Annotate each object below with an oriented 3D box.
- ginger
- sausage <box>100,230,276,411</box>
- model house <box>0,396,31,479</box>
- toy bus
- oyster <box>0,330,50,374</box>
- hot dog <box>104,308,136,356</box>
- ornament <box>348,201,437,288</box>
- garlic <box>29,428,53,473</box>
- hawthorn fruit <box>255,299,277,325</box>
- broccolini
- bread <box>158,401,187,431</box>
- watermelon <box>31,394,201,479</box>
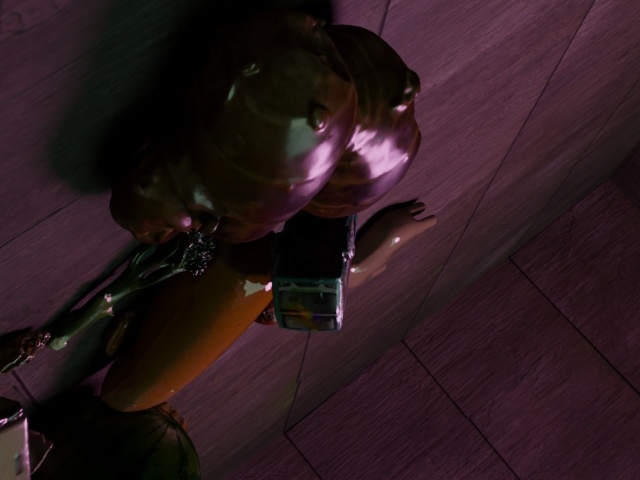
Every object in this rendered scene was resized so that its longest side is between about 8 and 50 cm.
[{"bbox_3d":[-0.034,-0.079,0.913,0.274,0.152,0.357,-46,163,23],"label":"ginger"},{"bbox_3d":[-0.167,0.108,1.227,0.354,0.116,0.134,-48,-164,38],"label":"sausage"},{"bbox_3d":[-0.327,0.225,0.891,0.205,0.218,0.278,-26,167,-49],"label":"model house"},{"bbox_3d":[0.000,0.000,1.124,0.262,0.091,0.109,-76,165,-58],"label":"toy bus"},{"bbox_3d":[-0.321,0.119,1.029,0.051,0.034,0.093,-30,-175,32],"label":"oyster"},{"bbox_3d":[-0.248,0.112,1.219,0.083,0.021,0.037,-56,180,40],"label":"hot dog"},{"bbox_3d":[0.072,0.035,1.731,0.230,0.061,0.245,-45,166,29],"label":"ornament"},{"bbox_3d":[-0.404,0.270,1.131,0.195,0.101,0.087,-41,171,-11],"label":"garlic"},{"bbox_3d":[-0.076,0.090,1.497,0.077,0.077,0.077,-37,166,-11],"label":"hawthorn fruit"},{"bbox_3d":[-0.204,0.055,1.078,0.216,0.067,0.058,-41,128,3],"label":"broccolini"},{"bbox_3d":[-0.333,0.365,1.594,0.184,0.110,0.234,-26,161,-43],"label":"bread"},{"bbox_3d":[-0.283,0.329,1.339,0.242,0.242,0.242,-37,166,-11],"label":"watermelon"}]
